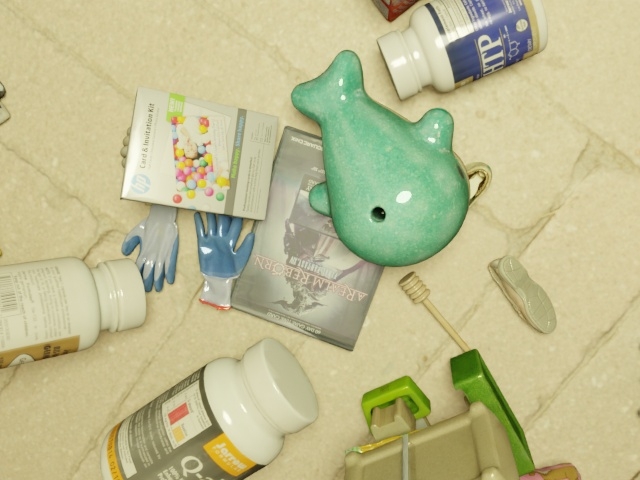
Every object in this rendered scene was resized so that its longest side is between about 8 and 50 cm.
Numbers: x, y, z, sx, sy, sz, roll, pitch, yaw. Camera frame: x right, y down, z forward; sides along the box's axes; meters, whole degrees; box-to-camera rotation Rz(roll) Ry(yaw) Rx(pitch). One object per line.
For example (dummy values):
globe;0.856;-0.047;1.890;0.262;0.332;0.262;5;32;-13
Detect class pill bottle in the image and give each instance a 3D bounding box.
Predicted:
pill bottle;0.171;-0.250;0.745;0.187;0.112;0.112;-22;96;10
pill bottle;-0.152;0.264;0.837;0.278;0.162;0.162;-35;94;11
pill bottle;-0.361;0.090;0.799;0.229;0.131;0.131;-9;100;-34

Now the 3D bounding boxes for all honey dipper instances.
honey dipper;0.170;0.114;0.846;0.030;0.030;0.160;-38;96;10

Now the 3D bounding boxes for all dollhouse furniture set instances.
dollhouse furniture set;0.149;0.289;0.732;0.198;0.301;0.151;-27;98;14

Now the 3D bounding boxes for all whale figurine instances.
whale figurine;0.061;-0.091;0.728;0.216;0.141;0.272;-29;96;28

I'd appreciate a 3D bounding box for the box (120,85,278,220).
box;-0.156;-0.110;0.788;0.186;0.038;0.145;9;86;-19

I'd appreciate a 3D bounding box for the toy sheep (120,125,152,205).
toy sheep;-0.231;-0.114;0.824;0.091;0.091;0.132;2;82;6

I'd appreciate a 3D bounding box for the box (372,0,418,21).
box;0.057;-0.414;0.723;0.123;0.128;0.256;-37;93;9

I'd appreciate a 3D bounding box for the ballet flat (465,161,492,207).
ballet flat;0.164;-0.041;0.809;0.057;0.052;0.168;40;101;-1

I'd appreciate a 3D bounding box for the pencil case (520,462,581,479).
pencil case;0.191;0.416;0.827;0.386;0.160;0.167;-11;131;7

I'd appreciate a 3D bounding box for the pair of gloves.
pair of gloves;-0.194;0.010;0.860;0.198;0.023;0.159;12;99;11

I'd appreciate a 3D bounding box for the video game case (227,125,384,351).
video game case;0.000;0.000;0.848;0.196;0.026;0.274;20;100;3

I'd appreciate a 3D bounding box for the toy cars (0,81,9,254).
toy cars;-0.550;-0.132;0.854;0.177;0.087;0.393;9;100;4

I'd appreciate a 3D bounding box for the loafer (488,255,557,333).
loafer;0.279;0.074;0.827;0.045;0.039;0.125;-38;97;-23
